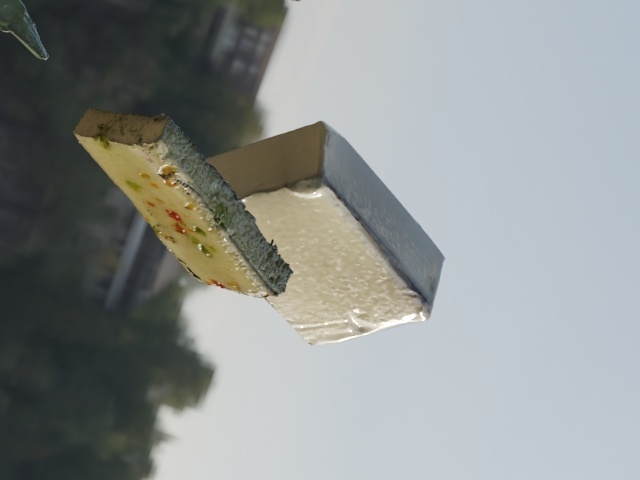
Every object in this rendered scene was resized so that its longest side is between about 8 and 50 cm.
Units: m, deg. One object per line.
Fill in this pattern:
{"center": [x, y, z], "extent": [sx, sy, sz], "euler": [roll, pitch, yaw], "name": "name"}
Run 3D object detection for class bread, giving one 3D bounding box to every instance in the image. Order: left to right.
{"center": [-0.078, -0.021, 1.074], "extent": [0.068, 0.154, 0.028], "euler": [11, -120, 38], "name": "bread"}

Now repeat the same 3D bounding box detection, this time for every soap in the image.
{"center": [0.000, 0.000, 1.379], "extent": [0.121, 0.183, 0.064], "euler": [-16, -133, 27], "name": "soap"}

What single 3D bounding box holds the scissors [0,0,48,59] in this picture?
{"center": [-0.359, -0.304, 1.632], "extent": [0.029, 0.256, 0.383], "euler": [11, -54, 63], "name": "scissors"}
